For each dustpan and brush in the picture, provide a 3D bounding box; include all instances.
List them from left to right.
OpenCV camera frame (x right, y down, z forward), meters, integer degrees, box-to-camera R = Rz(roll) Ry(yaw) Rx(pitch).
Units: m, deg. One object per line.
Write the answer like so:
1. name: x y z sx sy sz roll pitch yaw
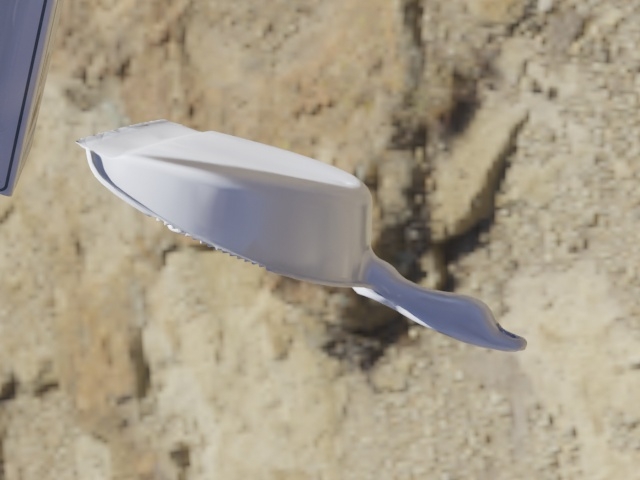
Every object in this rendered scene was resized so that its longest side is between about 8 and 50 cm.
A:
1. dustpan and brush: 0.000 0.000 0.813 0.211 0.147 0.060 15 101 10

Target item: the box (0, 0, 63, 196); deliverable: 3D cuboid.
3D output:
1. box: -0.279 -0.192 1.319 0.087 0.169 0.290 -82 8 -57
